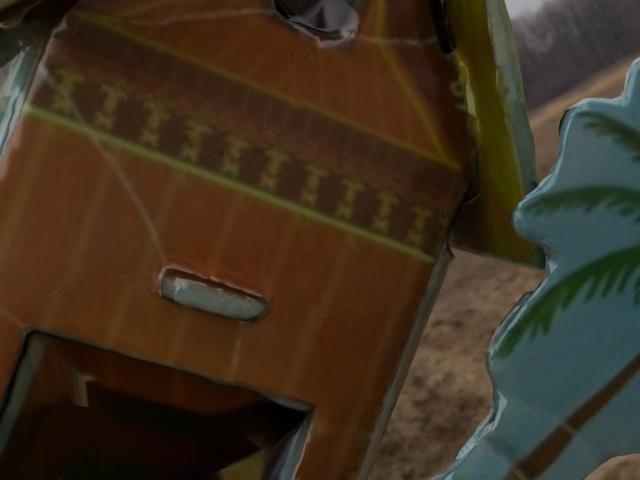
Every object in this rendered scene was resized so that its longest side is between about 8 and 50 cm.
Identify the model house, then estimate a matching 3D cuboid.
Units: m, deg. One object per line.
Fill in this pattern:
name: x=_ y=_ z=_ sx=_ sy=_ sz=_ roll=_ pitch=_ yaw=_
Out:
model house: x=0.000 y=0.000 z=0.446 sx=0.324 sy=0.340 sz=0.300 roll=-70 pitch=21 yaw=2
